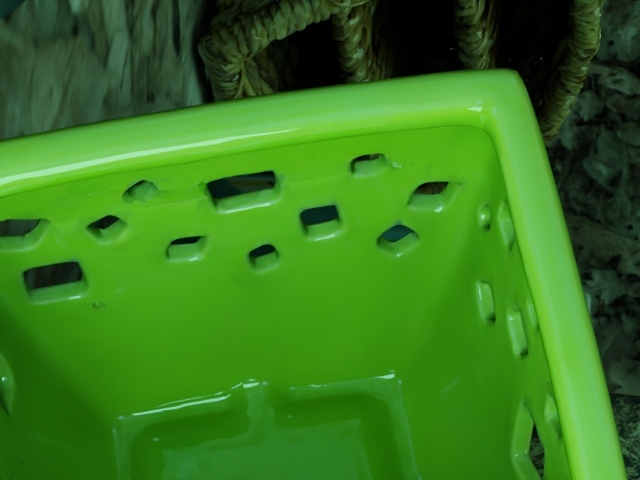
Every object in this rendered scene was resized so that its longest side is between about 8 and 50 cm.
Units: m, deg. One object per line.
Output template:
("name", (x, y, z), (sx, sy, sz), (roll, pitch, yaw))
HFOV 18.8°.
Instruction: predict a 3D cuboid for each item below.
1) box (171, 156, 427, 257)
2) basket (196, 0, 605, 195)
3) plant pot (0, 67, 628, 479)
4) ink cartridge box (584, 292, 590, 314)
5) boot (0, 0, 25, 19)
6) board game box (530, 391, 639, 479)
("box", (0.000, 0.000, 0.959), (0.244, 0.100, 0.060), (-144, -123, -70))
("basket", (0.066, -0.127, 1.202), (0.299, 0.213, 0.223), (78, 21, -64))
("plant pot", (-0.018, 0.091, 0.714), (0.207, 0.227, 0.228), (86, -6, -69))
("ink cartridge box", (0.095, 0.184, 1.593), (0.129, 0.223, 0.307), (84, 16, -53))
("boot", (-0.098, -0.190, 0.513), (0.207, 0.094, 0.246), (81, 26, -50))
("board game box", (0.012, 0.183, 0.875), (0.141, 0.291, 0.232), (78, 21, -62))
